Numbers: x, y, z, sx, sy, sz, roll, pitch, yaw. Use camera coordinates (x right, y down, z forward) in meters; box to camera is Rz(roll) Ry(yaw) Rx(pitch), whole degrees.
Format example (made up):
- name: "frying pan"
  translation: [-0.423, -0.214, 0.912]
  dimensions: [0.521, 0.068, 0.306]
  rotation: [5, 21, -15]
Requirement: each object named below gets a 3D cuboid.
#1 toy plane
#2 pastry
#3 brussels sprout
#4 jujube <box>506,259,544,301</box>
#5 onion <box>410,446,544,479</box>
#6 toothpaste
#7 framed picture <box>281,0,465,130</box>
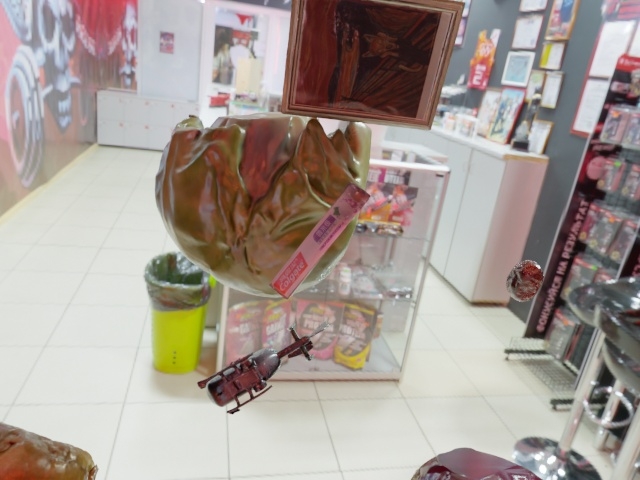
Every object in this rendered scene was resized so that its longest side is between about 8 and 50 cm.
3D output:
- name: "toy plane"
  translation: [-0.141, 0.301, 1.201]
  dimensions: [0.382, 0.106, 0.155]
  rotation: [-32, 0, 2]
- name: "pastry"
  translation: [-0.630, 0.458, 0.987]
  dimensions: [0.356, 0.356, 0.163]
  rotation: [10, 63, 6]
- name: "brussels sprout"
  translation: [-0.109, -0.072, 0.994]
  dimensions: [0.425, 0.361, 0.342]
  rotation: [7, 19, 24]
- name: "jujube"
  translation: [0.484, 0.093, 1.169]
  dimensions: [0.077, 0.129, 0.077]
  rotation: [-4, 57, 5]
- name: "onion"
  translation: [0.203, 0.303, 0.519]
  dimensions: [0.218, 0.139, 0.195]
  rotation: [2, 0, -26]
- name: "toothpaste"
  translation: [0.000, 0.000, 0.730]
  dimensions: [0.040, 0.196, 0.047]
  rotation: [40, 8, 6]
- name: "framed picture"
  translation: [0.080, -0.293, 0.805]
  dimensions: [0.273, 0.216, 0.016]
  rotation: [4, 33, -7]
